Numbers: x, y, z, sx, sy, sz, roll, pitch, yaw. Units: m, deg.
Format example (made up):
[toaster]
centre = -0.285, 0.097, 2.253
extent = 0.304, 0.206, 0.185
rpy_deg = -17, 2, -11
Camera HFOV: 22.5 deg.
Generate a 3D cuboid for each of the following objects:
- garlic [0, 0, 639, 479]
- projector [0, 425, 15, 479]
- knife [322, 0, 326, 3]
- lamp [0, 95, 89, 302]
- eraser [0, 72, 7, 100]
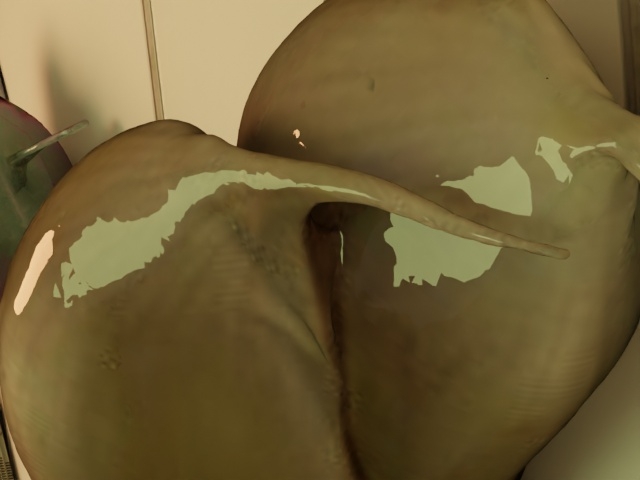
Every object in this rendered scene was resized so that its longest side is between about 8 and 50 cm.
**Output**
[garlic]
centre = -0.002, 0.026, 0.629
extent = 0.340, 0.231, 0.245
rpy_deg = 120, 136, -61
[projector]
centre = -0.345, 0.221, 1.570
extent = 0.147, 0.061, 0.115
rpy_deg = -42, 60, 60
[knife]
centre = -0.001, -0.001, 0.850
extent = 0.081, 0.043, 0.335
rpy_deg = -134, 48, -59
[lamp]
centre = -0.273, -0.004, 1.127
extent = 0.247, 0.301, 0.247
rpy_deg = -23, 100, 26
[eraser]
centre = -0.314, -0.136, 1.426
extent = 0.150, 0.023, 0.103
rpy_deg = -42, 61, 59
